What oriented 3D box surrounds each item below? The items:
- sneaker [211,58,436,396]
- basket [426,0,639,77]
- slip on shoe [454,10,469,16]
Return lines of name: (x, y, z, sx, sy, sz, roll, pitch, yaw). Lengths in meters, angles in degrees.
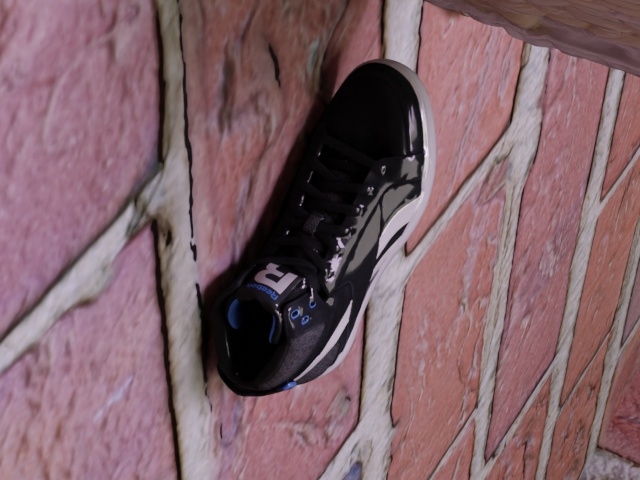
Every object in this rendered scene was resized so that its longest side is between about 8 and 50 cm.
sneaker: (0.000, 0.000, 0.898, 0.121, 0.079, 0.217, -23, 133, -64)
basket: (0.178, -0.253, 0.740, 0.266, 0.328, 0.331, 5, 107, -65)
slip on shoe: (0.111, -0.183, 1.039, 0.051, 0.041, 0.135, -67, 160, -1)
